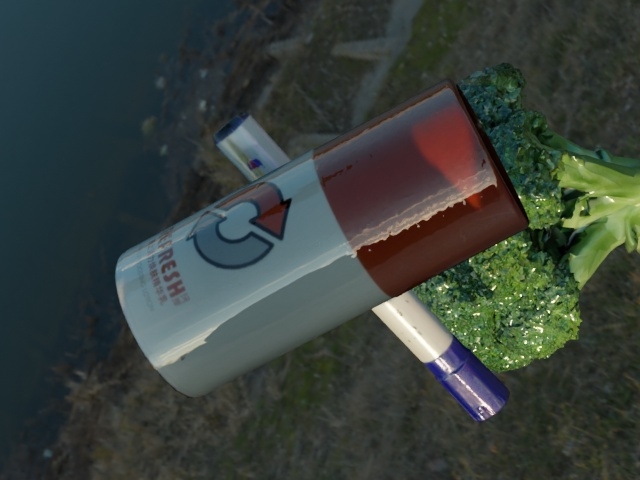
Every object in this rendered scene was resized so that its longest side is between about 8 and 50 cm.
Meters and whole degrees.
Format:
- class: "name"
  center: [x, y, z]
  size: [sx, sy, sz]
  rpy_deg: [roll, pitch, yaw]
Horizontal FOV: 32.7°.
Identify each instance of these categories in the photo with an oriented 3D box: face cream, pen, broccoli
- class: "face cream"
  center: [0.000, 0.000, 0.611]
  size: [0.214, 0.096, 0.095]
  rpy_deg: [-28, 51, 12]
- class: "pen"
  center: [0.030, 0.020, 0.719]
  size: [0.033, 0.269, 0.033]
  rpy_deg: [-40, 14, 12]
- class: "broccoli"
  center: [0.178, -0.023, 0.910]
  size: [0.270, 0.270, 0.270]
  rpy_deg: [-10, 58, 5]
